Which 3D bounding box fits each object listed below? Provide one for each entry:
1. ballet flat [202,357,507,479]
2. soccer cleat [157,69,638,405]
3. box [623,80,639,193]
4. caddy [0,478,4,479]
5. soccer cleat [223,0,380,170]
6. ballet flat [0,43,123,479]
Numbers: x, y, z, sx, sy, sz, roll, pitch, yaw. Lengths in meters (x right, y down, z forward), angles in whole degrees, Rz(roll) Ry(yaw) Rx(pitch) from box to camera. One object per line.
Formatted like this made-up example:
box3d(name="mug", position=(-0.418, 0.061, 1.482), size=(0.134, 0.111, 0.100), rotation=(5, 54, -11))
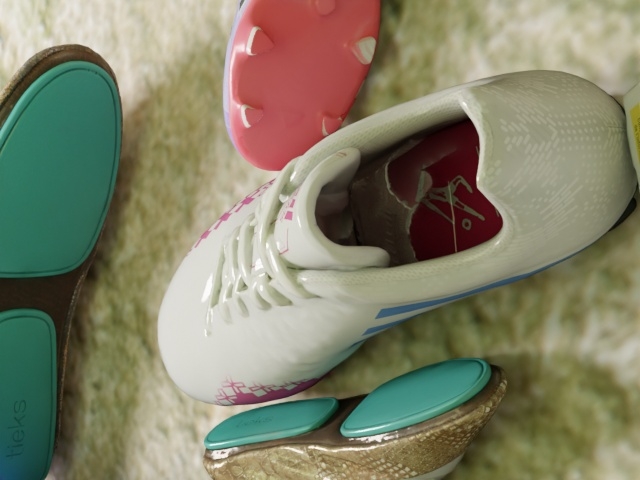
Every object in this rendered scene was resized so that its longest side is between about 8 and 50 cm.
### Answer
box3d(name="ballet flat", position=(0.025, 0.113, 0.764), size=(0.206, 0.073, 0.067), rotation=(-17, 107, 43))
box3d(name="soccer cleat", position=(0.000, 0.000, 0.723), size=(0.331, 0.143, 0.116), rotation=(-29, 72, 38))
box3d(name="box", position=(0.196, -0.055, 0.520), size=(0.244, 0.060, 0.100), rotation=(131, 138, -67))
box3d(name="caddy", position=(-0.184, 0.305, 0.862), size=(0.241, 0.179, 0.341), rotation=(17, 101, 41))
box3d(name="soccer cleat", position=(-0.011, -0.164, 0.788), size=(0.095, 0.083, 0.248), rotation=(-140, 55, -66))
box3d(name="ballet flat", position=(-0.210, 0.016, 0.938), size=(0.106, 0.108, 0.316), rotation=(31, 110, 51))
